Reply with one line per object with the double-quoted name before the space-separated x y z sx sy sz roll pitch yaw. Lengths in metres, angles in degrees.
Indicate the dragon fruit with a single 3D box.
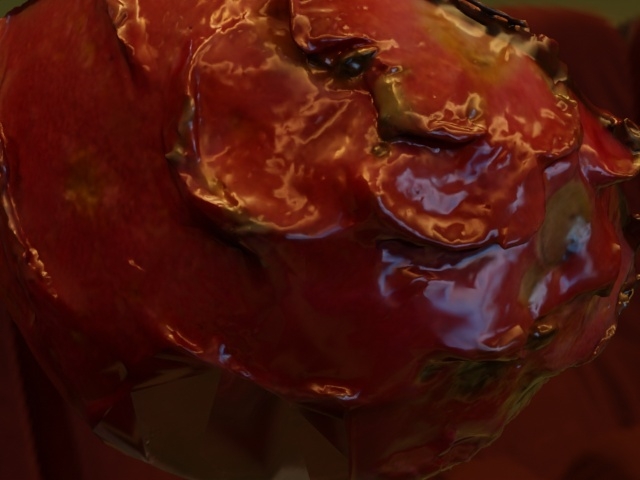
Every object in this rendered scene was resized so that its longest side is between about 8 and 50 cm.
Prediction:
"dragon fruit" 0.000 0.000 0.681 0.262 0.189 0.163 15 -2 -9
